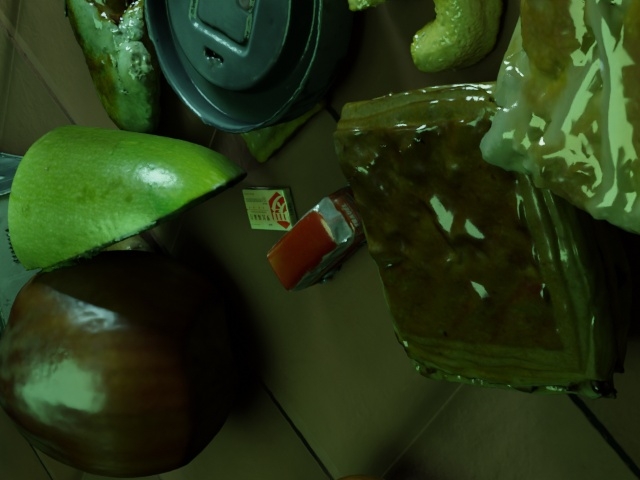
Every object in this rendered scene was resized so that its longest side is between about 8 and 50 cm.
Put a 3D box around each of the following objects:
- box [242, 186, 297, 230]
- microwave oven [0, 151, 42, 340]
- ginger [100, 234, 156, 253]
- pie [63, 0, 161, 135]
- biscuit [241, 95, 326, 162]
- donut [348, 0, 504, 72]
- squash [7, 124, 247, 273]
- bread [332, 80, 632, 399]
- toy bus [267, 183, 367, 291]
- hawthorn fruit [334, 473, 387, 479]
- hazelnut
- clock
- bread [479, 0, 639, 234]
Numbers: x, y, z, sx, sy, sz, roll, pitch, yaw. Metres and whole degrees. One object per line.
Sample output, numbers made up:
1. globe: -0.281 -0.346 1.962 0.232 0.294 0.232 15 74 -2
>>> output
1. box: -0.068 -0.043 1.451 0.093 0.015 0.058 3 113 51
2. microwave oven: -0.586 0.024 1.946 0.394 0.247 0.333 11 118 49
3. ginger: -0.328 0.018 1.765 0.190 0.068 0.095 33 128 39
4. pie: -0.298 -0.281 1.558 0.257 0.105 0.275 -16 93 68
5. biscuit: -0.077 -0.205 1.356 0.183 0.039 0.174 59 144 8
6. donut: 0.101 -0.254 1.075 0.181 0.078 0.146 50 143 19
7. squash: -0.241 -0.046 1.482 0.308 0.233 0.210 15 117 27
8. bread: 0.175 -0.015 1.035 0.277 0.167 0.325 1 118 51
9. toy bus: 0.000 0.000 1.337 0.079 0.077 0.174 59 144 10
10. hawthorn fruit: 0.068 0.458 1.370 0.277 0.277 0.298 33 151 37
11. hazelnut: -0.295 0.190 1.603 0.365 0.365 0.366 28 129 41
12. clock: -0.092 -0.291 1.264 0.325 0.067 0.325 16 112 43
13. bread: 0.327 -0.192 0.661 0.371 0.279 0.390 31 129 36
